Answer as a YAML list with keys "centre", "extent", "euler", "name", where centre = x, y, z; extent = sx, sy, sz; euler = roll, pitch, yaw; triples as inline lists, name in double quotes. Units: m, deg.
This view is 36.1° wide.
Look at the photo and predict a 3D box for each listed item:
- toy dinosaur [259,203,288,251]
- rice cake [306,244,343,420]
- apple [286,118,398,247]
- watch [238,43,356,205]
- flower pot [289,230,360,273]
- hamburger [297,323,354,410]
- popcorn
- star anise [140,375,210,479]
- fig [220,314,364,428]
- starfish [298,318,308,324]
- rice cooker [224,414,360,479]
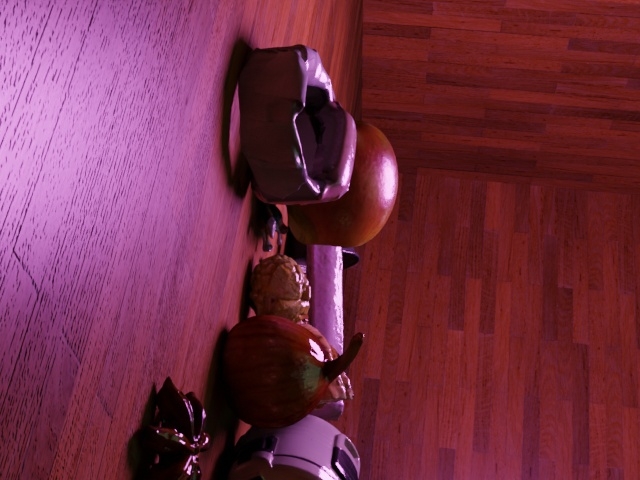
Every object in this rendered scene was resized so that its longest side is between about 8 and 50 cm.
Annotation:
- centre: [-0.086, -0.050, 1.659]
  extent: [0.106, 0.044, 0.187]
  euler: [75, 11, -46]
  name: "toy dinosaur"
- centre: [0.008, 0.147, 1.899]
  extent: [0.064, 0.070, 0.398]
  euler: [123, -31, -66]
  name: "rice cake"
- centre: [0.010, -0.099, 1.706]
  extent: [0.246, 0.246, 0.226]
  euler: [-69, 165, -70]
  name: "apple"
- centre: [-0.049, -0.180, 1.450]
  extent: [0.241, 0.162, 0.253]
  euler: [72, 18, -45]
  name: "watch"
- centre: [0.000, 0.000, 2.085]
  extent: [0.157, 0.158, 0.106]
  euler: [77, 6, -74]
  name: "flower pot"
- centre: [-0.039, 0.210, 1.618]
  extent: [0.208, 0.135, 0.155]
  euler: [168, -79, -67]
  name: "hamburger"
- centre: [-0.072, 0.087, 1.627]
  extent: [0.106, 0.116, 0.120]
  euler: [-29, 137, -27]
  name: "popcorn"
- centre: [-0.157, 0.230, 1.071]
  extent: [0.168, 0.057, 0.167]
  euler: [7, 90, -86]
  name: "star anise"
- centre: [-0.042, 0.196, 1.467]
  extent: [0.175, 0.207, 0.175]
  euler: [180, -90, -89]
  name: "fig"
- centre: [-0.069, 0.196, 1.835]
  extent: [0.301, 0.084, 0.293]
  euler: [93, 2, -78]
  name: "starfish"
- centre: [-0.050, 0.402, 1.558]
  extent: [0.244, 0.226, 0.226]
  euler: [-63, 158, -69]
  name: "rice cooker"
